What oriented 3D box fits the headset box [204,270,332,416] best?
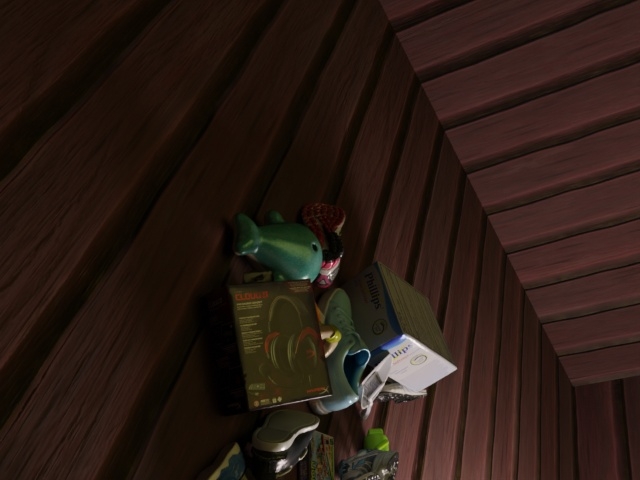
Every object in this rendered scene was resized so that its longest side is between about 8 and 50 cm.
[{"bbox_3d":[-0.114,0.210,1.696,0.218,0.110,0.293,-2,75,-36],"label":"headset box"}]

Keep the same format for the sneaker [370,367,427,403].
[{"bbox_3d":[0.231,0.417,2.313,0.271,0.100,0.108,26,48,-55],"label":"sneaker"}]

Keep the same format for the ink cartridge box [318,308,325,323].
[{"bbox_3d":[-0.042,0.210,1.970,0.088,0.052,0.122,57,31,-28],"label":"ink cartridge box"}]

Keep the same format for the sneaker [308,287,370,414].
[{"bbox_3d":[0.068,0.274,2.032,0.135,0.150,0.366,47,37,-42],"label":"sneaker"}]

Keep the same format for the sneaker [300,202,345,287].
[{"bbox_3d":[0.000,0.000,2.127,0.299,0.121,0.112,-85,-178,-53],"label":"sneaker"}]

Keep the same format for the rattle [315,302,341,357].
[{"bbox_3d":[-0.055,0.249,1.873,0.143,0.199,0.130,42,27,15],"label":"rattle"}]

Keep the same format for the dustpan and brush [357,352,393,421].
[{"bbox_3d":[0.131,0.408,2.085,0.060,0.211,0.147,40,45,13],"label":"dustpan and brush"}]

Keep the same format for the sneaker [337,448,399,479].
[{"bbox_3d":[0.088,0.591,1.931,0.283,0.122,0.110,-13,108,-62],"label":"sneaker"}]

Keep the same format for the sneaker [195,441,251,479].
[{"bbox_3d":[-0.185,0.470,1.552,0.084,0.058,0.152,61,22,-5],"label":"sneaker"}]

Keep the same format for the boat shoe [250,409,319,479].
[{"bbox_3d":[-0.082,0.439,1.719,0.302,0.114,0.091,-1,99,-70],"label":"boat shoe"}]

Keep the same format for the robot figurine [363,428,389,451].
[{"bbox_3d":[0.149,0.560,2.102,0.101,0.067,0.115,102,-12,-49],"label":"robot figurine"}]

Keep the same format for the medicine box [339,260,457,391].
[{"bbox_3d":[0.217,0.245,2.228,0.289,0.149,0.263,35,27,-41],"label":"medicine box"}]

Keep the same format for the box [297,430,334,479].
[{"bbox_3d":[-0.010,0.556,1.851,0.114,0.036,0.207,35,45,-49],"label":"box"}]

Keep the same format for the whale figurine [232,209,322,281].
[{"bbox_3d":[-0.098,0.018,1.880,0.272,0.141,0.216,34,47,-49],"label":"whale figurine"}]
